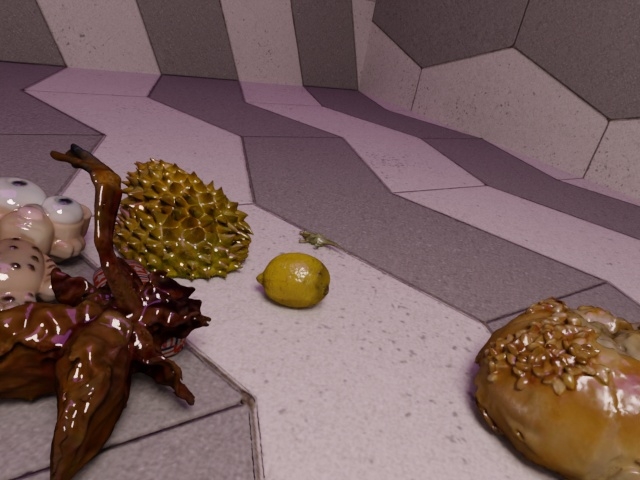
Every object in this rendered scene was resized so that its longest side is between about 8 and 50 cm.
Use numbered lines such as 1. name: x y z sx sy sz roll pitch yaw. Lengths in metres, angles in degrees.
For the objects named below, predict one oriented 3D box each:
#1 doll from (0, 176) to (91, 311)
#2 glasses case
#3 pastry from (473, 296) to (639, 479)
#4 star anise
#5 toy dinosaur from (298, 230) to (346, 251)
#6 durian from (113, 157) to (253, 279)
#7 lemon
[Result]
1. doll: -0.386 0.017 0.573 0.154 0.119 0.278 11 29 -33
2. glasses case: -0.241 0.079 0.569 0.073 0.049 0.194 -13 35 -38
3. pastry: 0.339 0.169 0.490 0.311 0.161 0.255 22 31 24
4. star anise: -0.235 0.057 0.446 0.238 0.148 0.346 -5 70 -15
5. toy dinosaur: -0.003 0.000 0.831 0.113 0.026 0.041 21 11 37
6. durian: -0.244 -0.024 0.715 0.261 0.153 0.186 8 51 12
7. lemon: -0.039 0.057 0.651 0.111 0.082 0.082 8 27 7
